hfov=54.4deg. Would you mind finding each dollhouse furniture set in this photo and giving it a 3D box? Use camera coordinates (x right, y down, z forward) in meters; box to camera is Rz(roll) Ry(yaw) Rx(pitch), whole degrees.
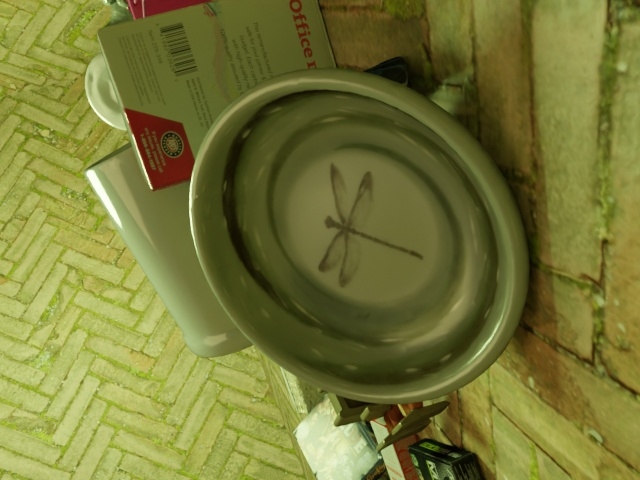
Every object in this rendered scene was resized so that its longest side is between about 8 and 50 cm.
[{"bbox_3d":[0.094,0.209,1.048,0.262,0.135,0.259,62,151,28],"label":"dollhouse furniture set"}]

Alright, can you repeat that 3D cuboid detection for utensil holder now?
[{"bbox_3d":[-0.199,-0.037,1.155,0.386,0.327,0.327,61,168,-17],"label":"utensil holder"}]

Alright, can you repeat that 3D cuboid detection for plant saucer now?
[{"bbox_3d":[0.039,-0.002,0.715,0.400,0.100,0.401,13,121,23],"label":"plant saucer"}]

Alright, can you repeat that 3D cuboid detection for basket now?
[{"bbox_3d":[-0.024,0.350,1.592,0.167,0.113,0.103,70,161,3],"label":"basket"}]

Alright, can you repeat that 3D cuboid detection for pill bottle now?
[{"bbox_3d":[-0.388,-0.378,1.455,0.319,0.176,0.177,-62,-38,-62],"label":"pill bottle"}]

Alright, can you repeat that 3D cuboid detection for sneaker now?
[{"bbox_3d":[0.063,-0.164,0.747,0.211,0.080,0.081,-137,23,-78],"label":"sneaker"}]

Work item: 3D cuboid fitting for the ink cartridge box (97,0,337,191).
[{"bbox_3d":[-0.138,-0.222,0.912,0.131,0.306,0.226,-165,58,-72],"label":"ink cartridge box"}]

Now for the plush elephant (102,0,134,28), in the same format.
[{"bbox_3d":[-0.428,-0.638,1.485,0.255,0.271,0.330,-51,-31,-79],"label":"plush elephant"}]

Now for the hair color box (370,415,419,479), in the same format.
[{"bbox_3d":[0.154,0.406,1.146,0.093,0.053,0.167,158,94,-74],"label":"hair color box"}]

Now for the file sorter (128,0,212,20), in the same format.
[{"bbox_3d":[-0.285,-0.532,1.248,0.182,0.202,0.291,141,109,-72],"label":"file sorter"}]

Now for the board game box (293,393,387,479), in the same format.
[{"bbox_3d":[0.044,0.464,1.407,0.042,0.165,0.243,36,-172,-36],"label":"board game box"}]

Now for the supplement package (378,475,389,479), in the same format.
[{"bbox_3d":[0.118,0.674,1.441,0.139,0.133,0.244,177,74,-75],"label":"supplement package"}]

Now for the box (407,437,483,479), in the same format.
[{"bbox_3d":[0.214,0.411,0.959,0.184,0.045,0.191,138,111,-76],"label":"box"}]
